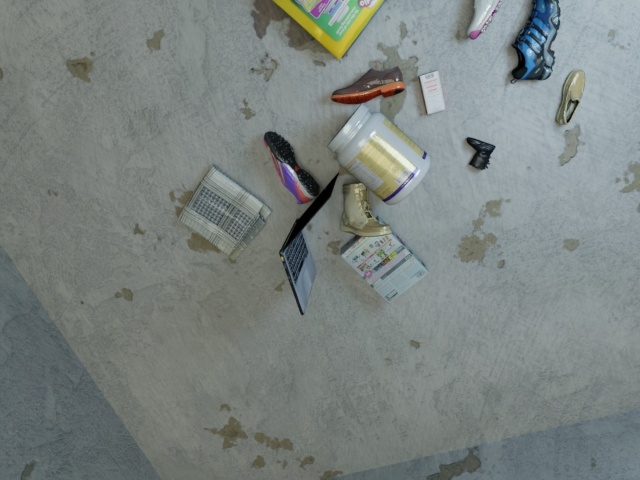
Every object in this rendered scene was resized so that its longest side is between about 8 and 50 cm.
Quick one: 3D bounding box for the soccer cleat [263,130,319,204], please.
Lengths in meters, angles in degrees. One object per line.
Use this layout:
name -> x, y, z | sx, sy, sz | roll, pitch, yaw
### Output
soccer cleat -> -0.136, -0.284, 1.768 | 0.116, 0.108, 0.318 | -31, 100, 41

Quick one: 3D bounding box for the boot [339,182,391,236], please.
boot -> 0.173, -0.123, 1.719 | 0.095, 0.262, 0.204 | -4, 101, -34

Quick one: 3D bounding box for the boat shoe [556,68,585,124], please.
boat shoe -> 0.897, -0.505, 1.569 | 0.068, 0.072, 0.190 | 6, 111, 5

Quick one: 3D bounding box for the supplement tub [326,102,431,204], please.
supplement tub -> 0.212, -0.316, 1.634 | 0.331, 0.241, 0.241 | 39, 110, -8

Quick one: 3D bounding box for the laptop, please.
laptop -> 0.000, 0.000, 1.703 | 0.236, 0.382, 0.408 | -13, 108, 12

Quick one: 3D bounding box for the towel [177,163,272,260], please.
towel -> -0.410, -0.106, 1.889 | 0.324, 0.056, 0.312 | 37, 110, -8

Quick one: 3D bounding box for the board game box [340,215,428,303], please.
board game box -> 0.265, 0.083, 1.858 | 0.224, 0.097, 0.303 | -41, 102, 18

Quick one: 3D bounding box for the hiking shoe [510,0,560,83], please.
hiking shoe -> 0.719, -0.694, 1.496 | 0.131, 0.113, 0.304 | -4, 110, 7

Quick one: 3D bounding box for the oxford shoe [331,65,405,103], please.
oxford shoe -> 0.168, -0.570, 1.635 | 0.271, 0.097, 0.099 | -10, 90, 6

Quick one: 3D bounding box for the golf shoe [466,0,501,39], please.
golf shoe -> 0.552, -0.834, 1.477 | 0.140, 0.115, 0.306 | 28, 105, 7

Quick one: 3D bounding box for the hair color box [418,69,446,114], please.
hair color box -> 0.410, -0.543, 1.629 | 0.071, 0.043, 0.141 | -13, 110, 12

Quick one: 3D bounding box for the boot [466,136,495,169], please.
boot -> 0.596, -0.330, 1.691 | 0.121, 0.045, 0.099 | 20, 118, 1

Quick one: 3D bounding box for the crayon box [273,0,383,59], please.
crayon box -> 0.065, -0.866, 1.494 | 0.313, 0.106, 0.363 | 38, 119, -9
